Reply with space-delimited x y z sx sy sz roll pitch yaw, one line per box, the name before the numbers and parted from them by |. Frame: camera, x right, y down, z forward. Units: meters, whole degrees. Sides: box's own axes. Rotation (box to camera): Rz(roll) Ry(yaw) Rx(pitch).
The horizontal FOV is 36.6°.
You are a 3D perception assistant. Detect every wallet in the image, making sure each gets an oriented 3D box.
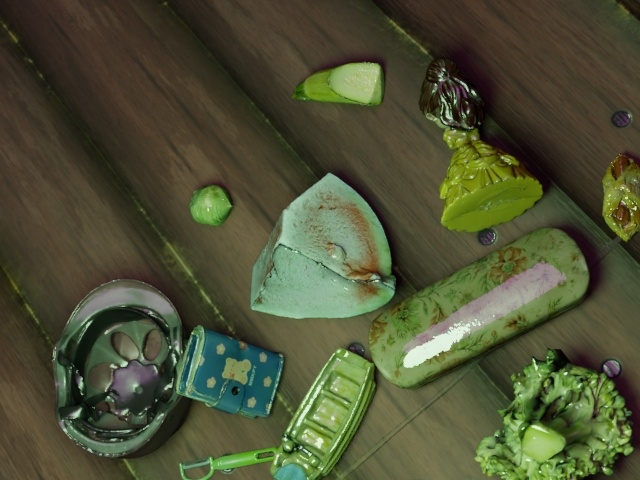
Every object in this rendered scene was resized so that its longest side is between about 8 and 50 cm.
wallet | -0.167 0.254 1.824 0.059 0.202 0.141 4 74 49

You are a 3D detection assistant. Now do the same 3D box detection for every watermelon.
watermelon | 0.000 0.000 1.829 0.320 0.214 0.289 3 74 32

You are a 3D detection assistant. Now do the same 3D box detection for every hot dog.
hot dog | 0.547 -0.084 1.748 0.078 0.061 0.168 -5 73 18

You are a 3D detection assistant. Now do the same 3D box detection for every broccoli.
broccoli | 0.374 0.305 1.597 0.263 0.243 0.246 -8 86 22

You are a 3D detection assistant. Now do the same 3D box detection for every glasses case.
glasses case | 0.286 0.125 1.758 0.425 0.098 0.156 -29 65 9

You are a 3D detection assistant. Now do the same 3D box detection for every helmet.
helmet | -0.367 0.265 1.889 0.271 0.197 0.338 -6 66 8

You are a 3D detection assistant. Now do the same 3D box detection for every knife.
knife | -0.175 0.438 1.872 0.212 0.015 0.054 -15 71 14

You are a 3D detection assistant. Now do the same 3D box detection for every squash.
squash | 0.026 -0.317 1.984 0.200 0.075 0.090 -1 100 20

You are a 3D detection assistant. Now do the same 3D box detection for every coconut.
coconut | -0.224 -0.074 1.998 0.096 0.088 0.087 0 75 24

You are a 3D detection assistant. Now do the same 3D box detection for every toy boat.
toy boat | 0.011 0.339 1.804 0.111 0.084 0.276 25 81 26

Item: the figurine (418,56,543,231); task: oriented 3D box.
figurine | 0.276 -0.192 1.842 0.187 0.168 0.315 -29 58 21
